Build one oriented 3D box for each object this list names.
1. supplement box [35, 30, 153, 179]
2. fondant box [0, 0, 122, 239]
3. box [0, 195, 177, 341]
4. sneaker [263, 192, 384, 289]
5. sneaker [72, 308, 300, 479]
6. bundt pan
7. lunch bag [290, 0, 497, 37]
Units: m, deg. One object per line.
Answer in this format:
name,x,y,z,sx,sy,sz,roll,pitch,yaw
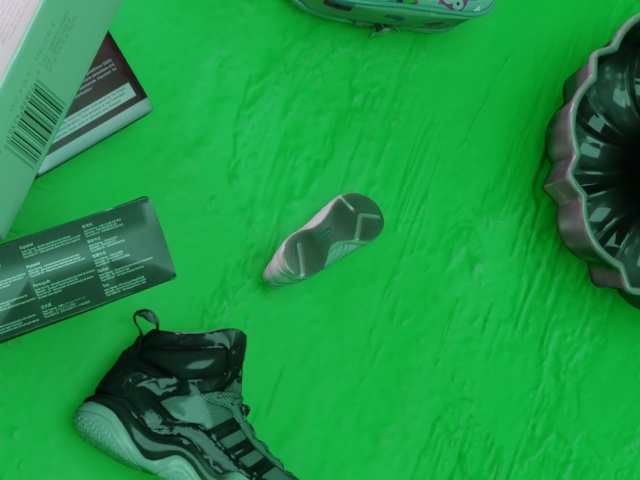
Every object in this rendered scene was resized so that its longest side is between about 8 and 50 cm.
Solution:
supplement box,-0.270,-0.185,1.618,0.130,0.073,0.239,-32,96,-22
fondant box,-0.349,-0.166,1.455,0.330,0.096,0.238,19,78,26
box,-0.299,0.058,1.485,0.307,0.242,0.077,-20,91,-22
sneaker,0.000,0.000,1.718,0.152,0.061,0.054,-31,88,-42
sneaker,-0.078,0.165,1.634,0.268,0.101,0.153,28,76,-14
bundt pan,0.365,-0.072,1.834,0.330,0.124,0.331,3,83,-22
lunch bag,0.075,-0.337,1.758,0.224,0.108,0.279,5,83,-27
